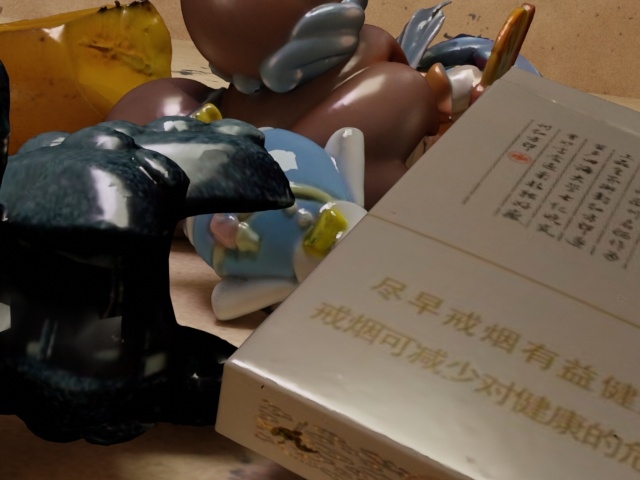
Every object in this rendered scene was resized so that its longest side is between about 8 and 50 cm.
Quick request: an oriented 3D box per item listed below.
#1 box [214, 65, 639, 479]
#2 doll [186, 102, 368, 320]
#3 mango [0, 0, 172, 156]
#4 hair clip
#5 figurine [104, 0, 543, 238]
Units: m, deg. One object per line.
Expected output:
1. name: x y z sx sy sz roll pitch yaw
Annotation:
1. box: 0.128 0.019 0.518 0.205 0.051 0.365 24 38 18
2. doll: 0.000 -0.001 0.633 0.241 0.098 0.135 30 45 28
3. mango: -0.269 -0.130 0.896 0.257 0.138 0.187 -8 1 35
4. hair clip: -0.169 0.010 0.432 0.310 0.194 0.206 6 4 -4
5. figurine: 0.034 -0.109 0.847 0.248 0.276 0.388 41 29 18
